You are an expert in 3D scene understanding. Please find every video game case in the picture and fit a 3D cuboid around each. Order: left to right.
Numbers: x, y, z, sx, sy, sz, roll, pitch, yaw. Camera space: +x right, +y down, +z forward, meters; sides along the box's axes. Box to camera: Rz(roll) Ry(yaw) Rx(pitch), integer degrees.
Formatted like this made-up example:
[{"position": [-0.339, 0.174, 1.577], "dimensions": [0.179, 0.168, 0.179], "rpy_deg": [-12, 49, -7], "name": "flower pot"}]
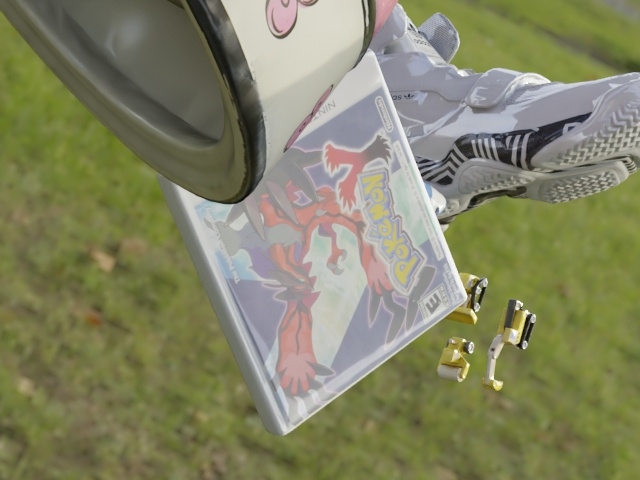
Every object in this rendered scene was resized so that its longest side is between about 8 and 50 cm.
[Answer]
[{"position": [0.000, 0.000, 1.317], "dimensions": [0.183, 0.201, 0.023], "rpy_deg": [-34, 25, -29], "name": "video game case"}]

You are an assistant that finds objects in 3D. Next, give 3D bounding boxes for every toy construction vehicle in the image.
[{"position": [0.139, 0.078, 1.724], "dimensions": [0.086, 0.098, 0.035], "rpy_deg": [14, -13, 36], "name": "toy construction vehicle"}]

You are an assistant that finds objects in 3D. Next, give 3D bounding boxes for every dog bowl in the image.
[{"position": [-0.114, -0.224, 1.110], "dimensions": [0.408, 0.150, 0.408], "rpy_deg": [47, -15, 17], "name": "dog bowl"}]

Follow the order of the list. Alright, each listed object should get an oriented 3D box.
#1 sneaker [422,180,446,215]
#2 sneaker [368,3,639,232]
[{"position": [0.052, 0.010, 1.579], "dimensions": [0.059, 0.144, 0.053], "rpy_deg": [12, 31, -32], "name": "sneaker"}, {"position": [0.124, -0.126, 1.666], "dimensions": [0.137, 0.365, 0.210], "rpy_deg": [13, 63, -54], "name": "sneaker"}]
